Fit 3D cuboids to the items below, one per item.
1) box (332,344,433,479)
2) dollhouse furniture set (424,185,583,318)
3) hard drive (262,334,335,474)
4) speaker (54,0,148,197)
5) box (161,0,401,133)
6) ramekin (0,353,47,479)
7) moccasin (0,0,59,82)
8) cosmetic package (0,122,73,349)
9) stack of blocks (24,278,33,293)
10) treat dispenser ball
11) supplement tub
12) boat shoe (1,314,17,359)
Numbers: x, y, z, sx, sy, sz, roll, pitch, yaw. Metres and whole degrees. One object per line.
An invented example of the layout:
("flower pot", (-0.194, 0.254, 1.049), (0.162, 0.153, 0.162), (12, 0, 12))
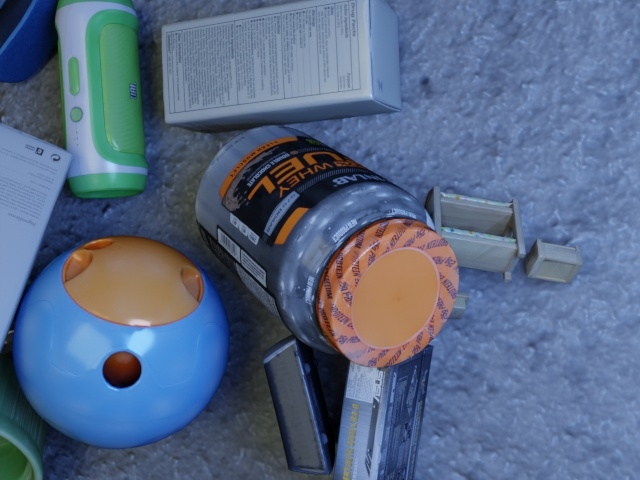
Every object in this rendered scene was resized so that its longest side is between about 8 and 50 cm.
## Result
("box", (0.077, 0.246, 1.041), (0.056, 0.183, 0.231), (9, 93, 22))
("dollhouse furniture set", (0.212, 0.027, 1.063), (0.181, 0.101, 0.161), (9, 138, -5))
("hard drive", (-0.024, 0.203, 1.047), (0.054, 0.255, 0.172), (-14, 83, 1))
("speaker", (-0.329, -0.217, 1.252), (0.131, 0.131, 0.297), (-5, 87, 23))
("box", (-0.054, -0.236, 1.137), (0.311, 0.121, 0.148), (-1, 89, 23))
("ramekin", (-0.562, 0.291, 1.259), (0.303, 0.303, 0.148), (-29, 36, 20))
("moccasin", (-0.439, -0.395, 1.299), (0.342, 0.137, 0.117), (-37, 71, 18))
("cosmetic package", (-0.472, 0.041, 1.117), (0.197, 0.155, 0.366), (-44, 29, 49))
("stack of blocks", (-0.619, 0.095, 1.321), (0.297, 0.087, 0.171), (-38, 89, 21))
("treat dispenser ball", (-0.267, 0.136, 1.132), (0.288, 0.288, 0.288), (0, 89, 23))
("supplement tub", (0.000, 0.000, 0.995), (0.338, 0.207, 0.207), (37, 105, 52))
("boat shoe", (-0.511, 0.181, 1.339), (0.285, 0.103, 0.092), (-26, 49, 12))
